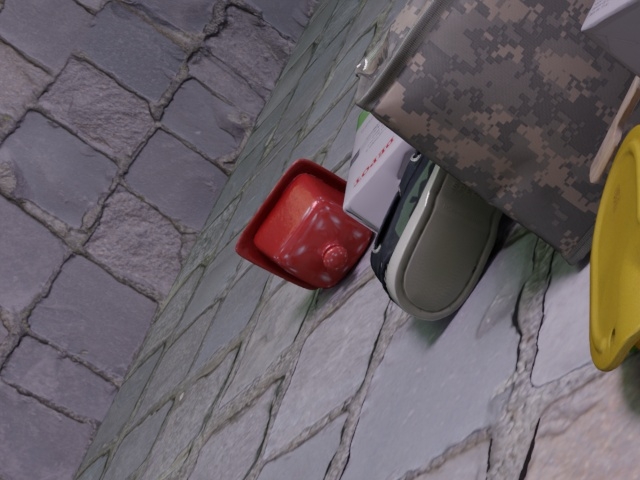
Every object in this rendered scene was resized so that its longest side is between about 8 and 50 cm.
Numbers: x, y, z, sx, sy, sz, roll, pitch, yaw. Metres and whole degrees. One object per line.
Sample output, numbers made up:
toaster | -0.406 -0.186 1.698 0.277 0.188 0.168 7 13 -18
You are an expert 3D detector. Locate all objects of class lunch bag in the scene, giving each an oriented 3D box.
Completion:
lunch bag | 0.199 -0.172 0.941 0.287 0.235 0.169 -52 11 17

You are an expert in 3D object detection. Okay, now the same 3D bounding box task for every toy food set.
toy food set | 0.230 -0.005 0.768 0.128 0.071 0.217 101 -179 -49

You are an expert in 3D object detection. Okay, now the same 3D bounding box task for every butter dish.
butter dish | 0.000 0.000 1.502 0.160 0.160 0.118 -55 36 9

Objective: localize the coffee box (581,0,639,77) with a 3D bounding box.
coffee box | 0.324 -0.223 0.773 0.297 0.168 0.119 -61 14 -20

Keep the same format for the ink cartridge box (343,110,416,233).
ink cartridge box | 0.135 -0.133 1.347 0.198 0.115 0.273 -50 14 26

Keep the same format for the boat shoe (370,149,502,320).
boat shoe | 0.153 -0.086 1.146 0.340 0.127 0.113 -65 25 1
